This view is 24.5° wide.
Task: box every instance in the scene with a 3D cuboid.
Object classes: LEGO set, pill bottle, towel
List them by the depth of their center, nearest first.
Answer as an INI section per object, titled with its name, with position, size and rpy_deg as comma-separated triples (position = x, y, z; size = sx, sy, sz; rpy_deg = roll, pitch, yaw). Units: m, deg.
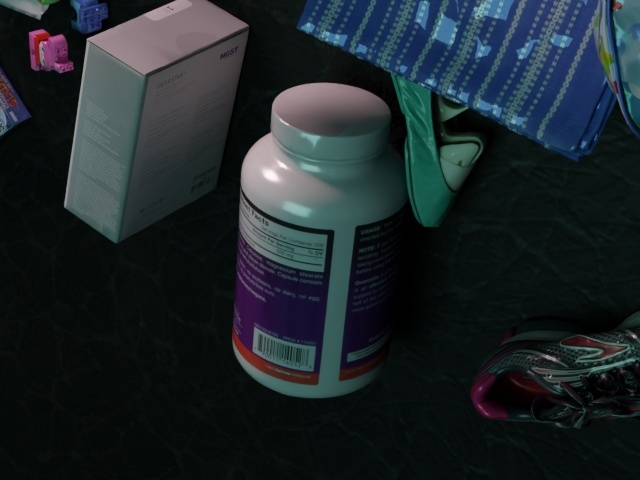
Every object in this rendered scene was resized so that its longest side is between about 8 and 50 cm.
[towel]
position = 0.151, -0.246, 1.388
size = 0.336, 0.040, 0.243
rpy_deg = 28, 107, 23
[pill bottle]
position = 0.000, 0.000, 1.603
size = 0.181, 0.181, 0.323
rpy_deg = 24, 126, 27
[LEGO set]
position = -0.282, -0.299, 1.721
size = 0.093, 0.087, 0.227
rpy_deg = 33, 133, 40

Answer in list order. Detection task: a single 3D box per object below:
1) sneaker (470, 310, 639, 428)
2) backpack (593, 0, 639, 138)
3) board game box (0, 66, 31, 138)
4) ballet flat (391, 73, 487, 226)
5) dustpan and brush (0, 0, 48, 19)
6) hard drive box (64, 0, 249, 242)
[sneaker]
position = 0.293, 0.145, 1.499
size = 0.299, 0.112, 0.121
rpy_deg = -10, 107, 41
[backpack]
position = 0.396, -0.181, 1.162
size = 0.355, 0.273, 0.290
rpy_deg = 15, 129, 45
[board game box]
position = -0.485, -0.180, 1.989
size = 0.201, 0.035, 0.136
rpy_deg = -28, 95, 44
[ballet flat]
position = 0.124, -0.122, 1.507
size = 0.087, 0.083, 0.247
rpy_deg = 0, 115, 27
[dustpan and brush]
position = -0.373, -0.387, 1.778
size = 0.147, 0.060, 0.211
rpy_deg = 26, 135, 41
[hard drive box]
position = -0.186, -0.139, 1.674
size = 0.089, 0.181, 0.232
rpy_deg = 33, 130, 21
